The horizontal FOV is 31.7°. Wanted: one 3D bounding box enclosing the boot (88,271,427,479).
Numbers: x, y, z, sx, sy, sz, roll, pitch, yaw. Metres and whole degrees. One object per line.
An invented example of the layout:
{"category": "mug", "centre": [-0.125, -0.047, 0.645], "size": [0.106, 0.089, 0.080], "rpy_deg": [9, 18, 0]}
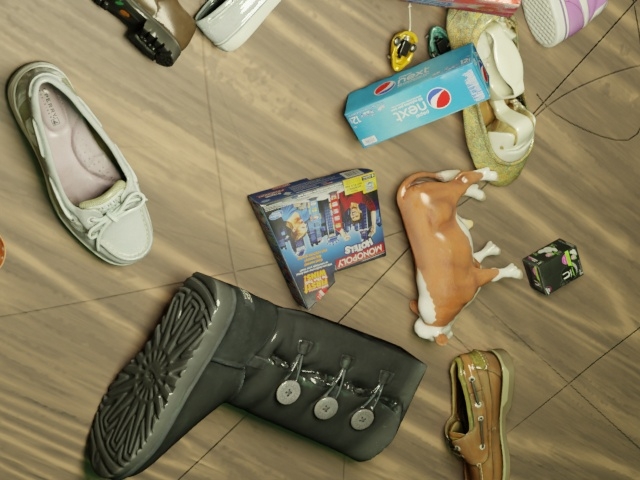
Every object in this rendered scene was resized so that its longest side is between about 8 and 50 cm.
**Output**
{"category": "boot", "centre": [-0.089, 0.265, 1.771], "size": [0.445, 0.146, 0.367], "rpy_deg": [23, 111, -40]}

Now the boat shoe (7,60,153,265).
{"category": "boat shoe", "centre": [-0.322, -0.094, 1.550], "size": [0.118, 0.103, 0.320], "rpy_deg": [-29, 116, -14]}

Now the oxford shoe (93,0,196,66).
{"category": "oxford shoe", "centre": [-0.256, -0.348, 1.522], "size": [0.227, 0.083, 0.096], "rpy_deg": [49, 65, -30]}

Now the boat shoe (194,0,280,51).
{"category": "boat shoe", "centre": [-0.090, -0.373, 1.579], "size": [0.081, 0.079, 0.227], "rpy_deg": [36, 93, -34]}

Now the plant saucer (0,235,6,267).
{"category": "plant saucer", "centre": [-0.480, 0.016, 1.564], "size": [0.083, 0.013, 0.083], "rpy_deg": [-8, 110, -22]}

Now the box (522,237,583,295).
{"category": "box", "centre": [0.406, 0.046, 1.965], "size": [0.083, 0.052, 0.062], "rpy_deg": [-27, 115, -14]}

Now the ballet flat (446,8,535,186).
{"category": "ballet flat", "centre": [0.282, -0.220, 1.764], "size": [0.123, 0.123, 0.348], "rpy_deg": [-28, 122, -15]}

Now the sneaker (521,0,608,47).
{"category": "sneaker", "centre": [0.381, -0.463, 1.767], "size": [0.161, 0.102, 0.282], "rpy_deg": [-31, 128, -17]}

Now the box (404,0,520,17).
{"category": "box", "centre": [0.162, -0.403, 1.594], "size": [0.257, 0.122, 0.128], "rpy_deg": [9, 93, 3]}

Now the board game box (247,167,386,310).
{"category": "board game box", "centre": [0.000, 0.000, 1.757], "size": [0.194, 0.060, 0.194], "rpy_deg": [-17, 114, -20]}

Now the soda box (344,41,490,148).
{"category": "soda box", "centre": [0.145, -0.216, 1.686], "size": [0.210, 0.071, 0.067], "rpy_deg": [-20, 121, 21]}

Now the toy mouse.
{"category": "toy mouse", "centre": [0.161, -0.277, 1.755], "size": [0.143, 0.031, 0.161], "rpy_deg": [8, 106, -34]}

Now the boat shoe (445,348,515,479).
{"category": "boat shoe", "centre": [0.266, 0.339, 1.975], "size": [0.104, 0.111, 0.307], "rpy_deg": [-3, 98, -20]}

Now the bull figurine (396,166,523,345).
{"category": "bull figurine", "centre": [0.218, 0.024, 1.844], "size": [0.188, 0.101, 0.310], "rpy_deg": [-24, 116, -18]}
